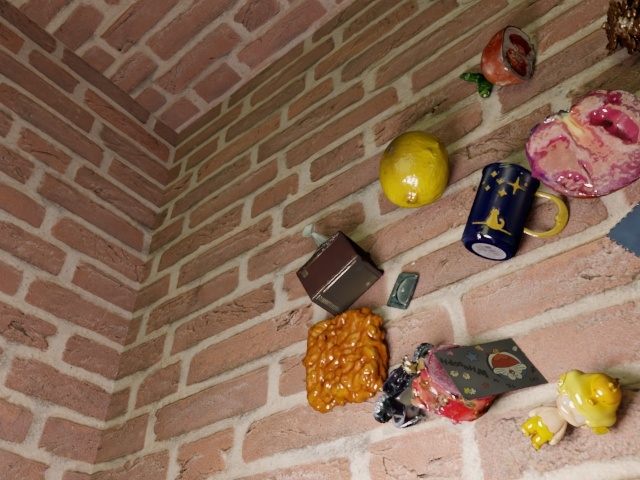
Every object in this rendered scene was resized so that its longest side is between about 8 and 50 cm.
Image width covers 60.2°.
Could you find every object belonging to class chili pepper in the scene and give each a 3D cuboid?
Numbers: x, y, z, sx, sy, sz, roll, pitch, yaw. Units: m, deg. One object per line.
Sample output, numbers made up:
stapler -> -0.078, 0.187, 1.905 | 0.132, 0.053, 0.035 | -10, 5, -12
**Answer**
chili pepper -> 0.608, -0.611, 2.125 | 0.073, 0.050, 0.182 | -41, 38, 14

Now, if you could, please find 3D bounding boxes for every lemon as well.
lemon -> 0.331, -0.247, 1.951 | 0.261, 0.260, 0.283 | -32, 51, 24

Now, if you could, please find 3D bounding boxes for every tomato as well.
tomato -> 0.672, -0.656, 2.023 | 0.155, 0.181, 0.214 | -18, 45, 56
tomato -> 0.771, -0.242, 1.558 | 0.335, 0.176, 0.289 | -35, 61, 21

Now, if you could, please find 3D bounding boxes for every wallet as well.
wallet -> 0.275, 0.167, 1.847 | 0.088, 0.026, 0.129 | 4, 63, 48

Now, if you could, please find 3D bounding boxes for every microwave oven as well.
microwave oven -> 0.065, 0.118, 1.980 | 0.247, 0.178, 0.188 | -45, 38, 8

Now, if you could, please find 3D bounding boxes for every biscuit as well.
biscuit -> 0.080, 0.381, 1.807 | 0.312, 0.110, 0.318 | -26, 44, 33

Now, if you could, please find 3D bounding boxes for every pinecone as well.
pinecone -> 0.977, -0.659, 1.682 | 0.213, 0.185, 0.168 | 12, 44, 30

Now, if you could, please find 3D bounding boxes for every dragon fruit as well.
dragon fruit -> 0.347, 0.380, 1.457 | 0.283, 0.147, 0.211 | 7, 34, 3

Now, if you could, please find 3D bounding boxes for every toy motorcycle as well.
toy motorcycle -> 0.260, 0.426, 1.573 | 0.270, 0.159, 0.106 | -46, 28, -19

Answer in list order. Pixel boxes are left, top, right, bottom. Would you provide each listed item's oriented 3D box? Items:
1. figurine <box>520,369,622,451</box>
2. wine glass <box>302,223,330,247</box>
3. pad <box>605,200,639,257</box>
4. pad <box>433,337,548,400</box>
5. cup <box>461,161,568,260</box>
figurine -> 0.581, 0.388, 1.269 | 0.246, 0.131, 0.156 | -37, 74, 16
wine glass -> 0.000, 0.000, 2.167 | 0.073, 0.155, 0.073 | -31, 38, 28
pad -> 0.906, -0.041, 1.376 | 0.269, 0.012, 0.269 | -45, 38, 8
pad -> 0.436, 0.327, 1.418 | 0.170, 0.246, 0.006 | -119, 29, -50
cup -> 0.565, -0.080, 1.629 | 0.255, 0.178, 0.256 | 2, 64, 48
